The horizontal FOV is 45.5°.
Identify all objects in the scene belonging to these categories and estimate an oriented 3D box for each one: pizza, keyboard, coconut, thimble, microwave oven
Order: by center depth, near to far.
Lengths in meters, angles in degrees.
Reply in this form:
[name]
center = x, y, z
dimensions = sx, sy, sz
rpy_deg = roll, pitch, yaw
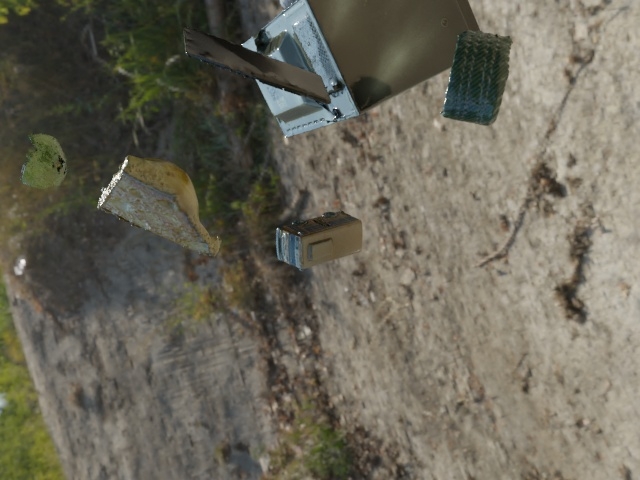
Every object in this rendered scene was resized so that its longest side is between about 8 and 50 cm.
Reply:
[keyboard]
center = -0.079, -0.218, 0.962
dimensions = 0.015, 0.196, 0.074
rpy_deg = -60, 30, 29
[pizza]
center = -0.226, -0.059, 1.153
dimensions = 0.188, 0.204, 0.080
rpy_deg = -40, 25, 61
[thimble]
center = 0.243, -0.249, 1.188
dimensions = 0.118, 0.090, 0.135
rpy_deg = 79, -156, -69
[microwave oven]
center = 0.062, -0.394, 1.570
dimensions = 0.236, 0.374, 0.432
rpy_deg = 63, 162, -11
[coconut]
center = -0.608, -0.176, 1.701
dimensions = 0.158, 0.055, 0.133
rpy_deg = -68, -21, -60

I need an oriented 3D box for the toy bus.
[toy bus]
center = 0.000, 0.000, 1.709
dimensions = 0.103, 0.182, 0.091
rpy_deg = 27, 125, 49

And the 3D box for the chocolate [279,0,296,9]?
[chocolate]
center = -0.025, -0.650, 1.779
dimensions = 0.080, 0.254, 0.157
rpy_deg = 36, 159, -15
